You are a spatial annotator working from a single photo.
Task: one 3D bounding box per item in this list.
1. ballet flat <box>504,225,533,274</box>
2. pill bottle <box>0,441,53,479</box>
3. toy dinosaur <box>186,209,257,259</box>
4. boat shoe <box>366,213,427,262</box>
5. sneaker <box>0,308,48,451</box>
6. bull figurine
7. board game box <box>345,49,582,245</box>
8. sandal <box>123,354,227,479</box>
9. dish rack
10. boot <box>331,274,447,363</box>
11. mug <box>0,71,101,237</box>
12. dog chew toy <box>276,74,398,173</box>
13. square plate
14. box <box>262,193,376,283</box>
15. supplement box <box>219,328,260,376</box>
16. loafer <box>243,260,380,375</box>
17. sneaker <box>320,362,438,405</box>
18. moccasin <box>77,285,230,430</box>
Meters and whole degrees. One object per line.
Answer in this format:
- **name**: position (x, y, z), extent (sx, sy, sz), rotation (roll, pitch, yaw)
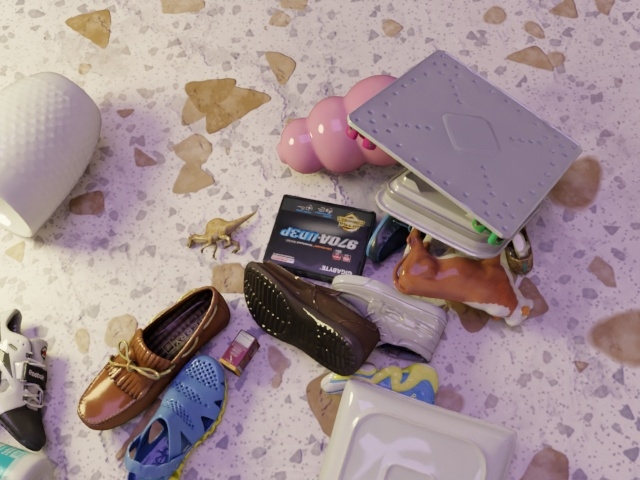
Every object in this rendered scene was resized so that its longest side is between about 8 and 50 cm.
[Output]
- **ballet flat**: position (0.420, -0.028, 1.711), extent (0.073, 0.067, 0.206), rotation (-15, 65, -1)
- **pill bottle**: position (-0.684, 0.469, 1.568), extent (0.264, 0.146, 0.146), rotation (14, 68, 12)
- **toy dinosaur**: position (-0.219, -0.016, 1.787), extent (0.183, 0.053, 0.093), rotation (-24, 64, -4)
- **boat shoe**: position (0.207, -0.045, 1.722), extent (0.089, 0.109, 0.258), rotation (37, 77, 23)
- **sneaker**: position (-0.635, 0.282, 1.660), extent (0.146, 0.122, 0.331), rotation (-33, 67, -6)
- **bull figurine**: position (0.307, 0.066, 1.633), extent (0.310, 0.101, 0.189), rotation (12, 68, -6)
- **board game box**: position (0.300, -0.204, 1.614), extent (0.390, 0.050, 0.390), rotation (39, 49, 12)
- **sandal**: position (-0.292, 0.372, 1.575), extent (0.126, 0.138, 0.317), rotation (19, 68, 16)
- **dish rack**: position (0.306, -0.109, 1.665), extent (0.285, 0.072, 0.333), rotation (28, 39, 22)
- **boot**: position (0.128, 0.166, 1.640), extent (0.258, 0.095, 0.123), rotation (19, 63, 14)
- **mug**: position (-0.707, -0.222, 1.841), extent (0.374, 0.276, 0.328), rotation (9, 57, 44)
- **dog chew toy**: position (0.061, -0.247, 1.787), extent (0.331, 0.206, 0.207), rotation (-17, 65, 8)
- **square plate**: position (0.162, 0.474, 1.480), extent (0.344, 0.049, 0.347), rotation (16, 81, 10)
- **box**: position (0.000, 0.000, 1.755), extent (0.220, 0.051, 0.175), rotation (12, 68, 11)
- **supplement box**: position (-0.171, 0.239, 1.664), extent (0.043, 0.055, 0.083), rotation (29, 71, 18)
- **loafer**: position (-0.023, 0.153, 1.644), extent (0.130, 0.134, 0.366), rotation (-20, 43, -41)
- **sneaker**: position (0.122, 0.316, 1.577), extent (0.240, 0.091, 0.126), rotation (-6, 66, 3)
- **moccasin**: position (-0.348, 0.241, 1.632), extent (0.380, 0.147, 0.139), rotation (-38, 67, -11)
